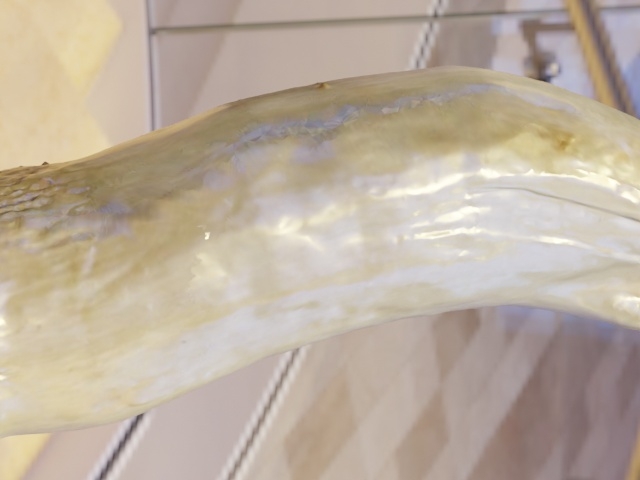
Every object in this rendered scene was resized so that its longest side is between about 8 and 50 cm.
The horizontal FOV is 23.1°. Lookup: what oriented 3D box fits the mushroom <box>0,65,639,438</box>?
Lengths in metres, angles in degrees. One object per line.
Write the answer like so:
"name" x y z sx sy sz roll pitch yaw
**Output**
"mushroom" 0.000 0.000 0.602 0.095 0.351 0.123 141 -60 -69
